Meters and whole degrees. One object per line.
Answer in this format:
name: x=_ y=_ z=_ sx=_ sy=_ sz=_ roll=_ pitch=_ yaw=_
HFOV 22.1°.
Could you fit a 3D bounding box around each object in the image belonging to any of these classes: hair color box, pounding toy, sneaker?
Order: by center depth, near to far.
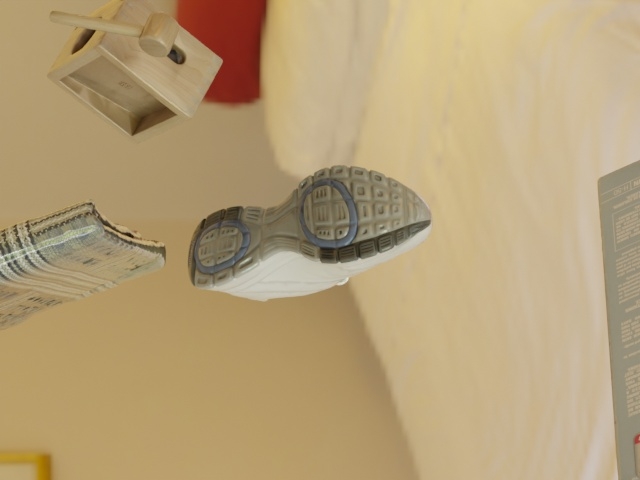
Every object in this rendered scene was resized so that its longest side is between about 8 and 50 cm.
hair color box: x=0.329 y=0.105 z=1.370 sx=0.185 sy=0.113 sz=0.374 roll=48 pitch=-149 yaw=-31
pounding toy: x=-0.194 y=-0.210 z=1.707 sx=0.206 sy=0.181 sz=0.094 roll=-17 pitch=41 yaw=54
sneaker: x=0.000 y=0.000 z=1.760 sx=0.297 sy=0.129 sz=0.111 roll=-12 pitch=65 yaw=36

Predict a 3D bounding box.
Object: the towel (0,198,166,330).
towel: x=-0.284 y=0.042 z=1.242 sx=0.324 sy=0.312 sz=0.056 roll=64 pitch=-176 yaw=-84
